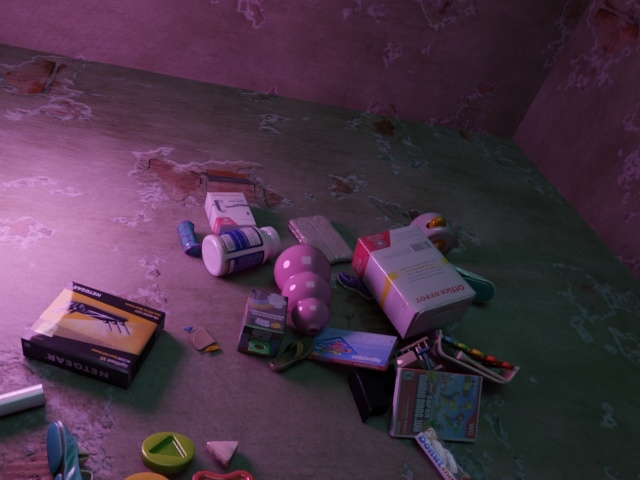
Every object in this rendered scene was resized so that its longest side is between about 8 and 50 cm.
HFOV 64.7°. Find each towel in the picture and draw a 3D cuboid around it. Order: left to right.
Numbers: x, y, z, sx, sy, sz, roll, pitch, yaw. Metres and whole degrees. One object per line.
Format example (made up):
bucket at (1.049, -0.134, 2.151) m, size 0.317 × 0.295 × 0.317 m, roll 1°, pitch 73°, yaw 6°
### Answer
towel at (0.000, 0.000, 2.125) m, size 0.187 × 0.049 × 0.282 m, roll -10°, pitch 47°, yaw -32°

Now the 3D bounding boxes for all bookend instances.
bookend at (0.187, 0.478, 1.592) m, size 0.157 × 0.072 × 0.156 m, roll 2°, pitch 42°, yaw -24°

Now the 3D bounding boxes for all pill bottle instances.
pill bottle at (-0.288, 0.031, 1.867) m, size 0.264 × 0.153 × 0.153 m, roll -13°, pitch 48°, yaw -36°

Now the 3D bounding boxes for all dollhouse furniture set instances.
dollhouse furniture set at (0.312, 0.378, 1.650) m, size 0.129 × 0.184 × 0.129 m, roll -30°, pitch 44°, yaw 9°

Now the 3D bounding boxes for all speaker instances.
speaker at (-0.768, 0.404, 1.266) m, size 0.136 × 0.055 × 0.055 m, roll -10°, pitch 46°, yaw -34°

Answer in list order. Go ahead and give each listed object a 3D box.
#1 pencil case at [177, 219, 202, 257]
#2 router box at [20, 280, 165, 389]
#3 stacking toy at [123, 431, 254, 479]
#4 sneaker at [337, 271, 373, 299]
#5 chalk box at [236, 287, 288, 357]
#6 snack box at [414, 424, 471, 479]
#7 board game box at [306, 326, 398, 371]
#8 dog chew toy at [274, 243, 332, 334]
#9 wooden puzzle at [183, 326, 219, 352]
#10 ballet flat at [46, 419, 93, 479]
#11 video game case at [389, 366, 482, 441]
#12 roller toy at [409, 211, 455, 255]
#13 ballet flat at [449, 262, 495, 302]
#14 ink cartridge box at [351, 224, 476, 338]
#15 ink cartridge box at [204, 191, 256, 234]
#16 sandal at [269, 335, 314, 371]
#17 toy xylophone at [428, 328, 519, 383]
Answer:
pencil case at (-0.491, -0.008, 1.897) m, size 0.070 × 0.064 × 0.152 m, roll -17°, pitch 49°, yaw -18°
router box at (-0.647, 0.269, 1.468) m, size 0.308 × 0.081 × 0.243 m, roll 18°, pitch 37°, yaw -2°
stacking toy at (-0.323, 0.608, 1.216) m, size 0.308 × 0.130 × 0.279 m, roll 13°, pitch 11°, yaw -14°
sneaker at (0.147, 0.161, 1.969) m, size 0.169 × 0.071 × 0.068 m, roll 27°, pitch 37°, yaw 11°
chalk box at (-0.187, 0.283, 1.619) m, size 0.132 × 0.132 × 0.213 m, roll 15°, pitch 38°, yaw -9°
snack box at (0.356, 0.637, 1.480) m, size 0.064 × 0.022 × 0.178 m, roll -32°, pitch 62°, yaw -14°
board game box at (0.098, 0.350, 1.647) m, size 0.281 × 0.027 × 0.145 m, roll 3°, pitch 29°, yaw 25°
dog chew toy at (-0.051, 0.176, 1.770) m, size 0.206 × 0.207 × 0.332 m, roll 5°, pitch 48°, yaw -19°
wooden puzzle at (-0.376, 0.313, 1.593) m, size 0.078 × 0.014 × 0.116 m, roll -13°, pitch 48°, yaw -41°
ballet flat at (-0.583, 0.537, 1.180) m, size 0.087 × 0.083 × 0.247 m, roll 19°, pitch 29°, yaw -44°
video game case at (0.360, 0.508, 1.559) m, size 0.285 × 0.204 × 0.025 m, roll 9°, pitch -6°, yaw -14°
roller toy at (0.496, -0.015, 2.243) m, size 0.191 × 0.209 × 0.146 m, roll 32°, pitch 28°, yaw -35°
ballet flat at (0.539, 0.149, 2.134) m, size 0.400 × 0.139 × 0.139 m, roll 21°, pitch 37°, yaw 0°
ink cartridge box at (0.333, 0.143, 1.869) m, size 0.279 × 0.160 × 0.385 m, roll -12°, pitch 48°, yaw -26°
ink cartridge box at (-0.367, -0.099, 2.045) m, size 0.158 × 0.092 × 0.218 m, roll -2°, pitch 40°, yaw -27°
sandal at (-0.089, 0.355, 1.618) m, size 0.180 × 0.049 × 0.072 m, roll -26°, pitch 33°, yaw -36°
toy xylophone at (0.528, 0.408, 1.733) m, size 0.322 × 0.236 × 0.081 m, roll 27°, pitch 77°, yaw -7°
